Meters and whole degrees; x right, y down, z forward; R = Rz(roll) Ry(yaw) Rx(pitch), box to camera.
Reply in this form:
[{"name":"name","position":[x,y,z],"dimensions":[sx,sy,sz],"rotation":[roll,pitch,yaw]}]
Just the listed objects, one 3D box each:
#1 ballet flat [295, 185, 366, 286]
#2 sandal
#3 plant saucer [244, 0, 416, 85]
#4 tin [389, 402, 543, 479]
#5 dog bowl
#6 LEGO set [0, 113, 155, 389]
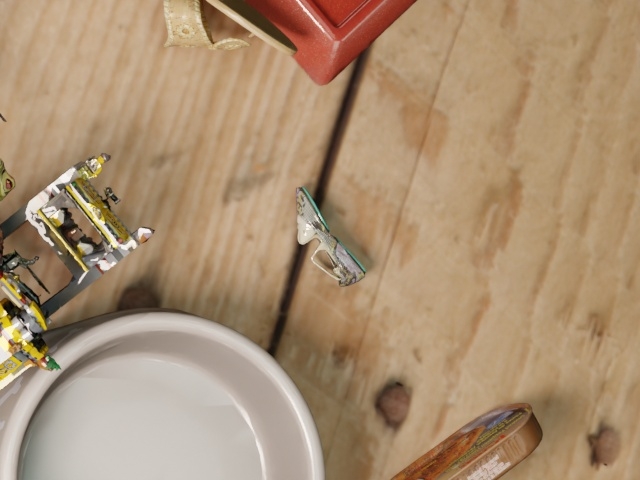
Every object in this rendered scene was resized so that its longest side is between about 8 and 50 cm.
[{"name":"ballet flat","position":[0.000,0.000,1.811],"dimensions":[0.041,0.041,0.114],"rotation":[-39,97,-21]},{"name":"sandal","position":[-0.141,-0.231,1.777],"dimensions":[0.240,0.088,0.079],"rotation":[36,103,-7]},{"name":"plant saucer","position":[0.011,-0.337,1.852],"dimensions":[0.259,0.048,0.258],"rotation":[-44,100,-19]},{"name":"tin","position":[0.141,0.227,1.800],"dimensions":[0.190,0.106,0.040],"rotation":[-33,96,-21]},{"name":"dog bowl","position":[-0.154,0.223,1.661],"dimensions":[0.349,0.102,0.348],"rotation":[4,78,-19]},{"name":"LEGO set","position":[-0.291,-0.041,1.581],"dimensions":[0.192,0.255,0.331],"rotation":[-38,86,6]}]
